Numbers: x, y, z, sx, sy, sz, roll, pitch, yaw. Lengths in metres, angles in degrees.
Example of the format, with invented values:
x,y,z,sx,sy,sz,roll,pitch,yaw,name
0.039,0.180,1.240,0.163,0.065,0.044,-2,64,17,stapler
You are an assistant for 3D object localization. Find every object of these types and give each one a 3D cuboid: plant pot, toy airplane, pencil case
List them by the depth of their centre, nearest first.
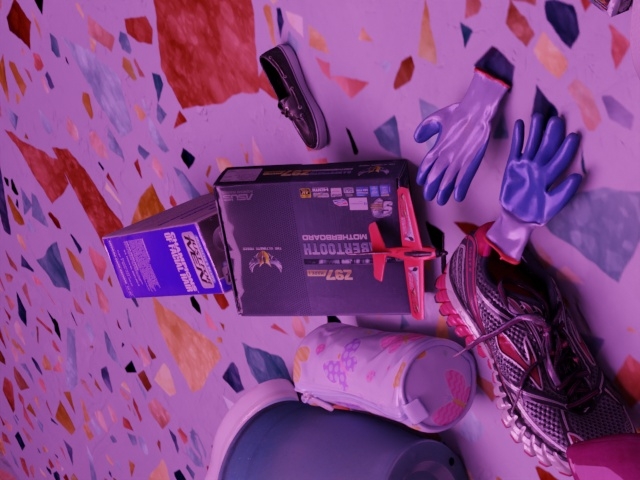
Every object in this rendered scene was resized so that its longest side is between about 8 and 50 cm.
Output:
x,y,z,sx,sy,sz,roll,pitch,yaw,name
0.090,0.016,1.490,0.151,0.028,0.151,15,110,47,toy airplane
0.074,0.169,1.669,0.273,0.124,0.114,1,112,58,pencil case
0.045,0.347,1.730,0.255,0.271,0.272,-6,107,45,plant pot

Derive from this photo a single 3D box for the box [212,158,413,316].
x,y,z,sx,sy,sz,roll,pitch,yaw,name
0.000,0.000,1.599,0.232,0.059,0.183,-1,118,16,box

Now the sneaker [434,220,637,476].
x,y,z,sx,sy,sz,roll,pitch,yaw,name
0.226,0.116,1.383,0.299,0.120,0.112,54,146,22,sneaker

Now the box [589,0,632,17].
x,y,z,sx,sy,sz,roll,pitch,yaw,name
0.230,-0.274,1.175,0.137,0.027,0.094,47,147,29,box

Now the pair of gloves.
x,y,z,sx,sy,sz,roll,pitch,yaw,name
0.175,-0.081,1.362,0.198,0.023,0.159,40,118,32,pair of gloves

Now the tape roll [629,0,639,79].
x,y,z,sx,sy,sz,roll,pitch,yaw,name
0.344,-0.158,0.854,0.169,0.246,0.246,42,143,37,tape roll

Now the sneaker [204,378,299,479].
x,y,z,sx,sy,sz,roll,pitch,yaw,name
-0.094,0.383,2.037,0.150,0.135,0.366,45,127,36,sneaker

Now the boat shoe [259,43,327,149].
x,y,z,sx,sy,sz,roll,pitch,yaw,name
-0.036,-0.177,1.675,0.049,0.040,0.142,-18,96,61,boat shoe

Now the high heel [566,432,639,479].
x,y,z,sx,sy,sz,roll,pitch,yaw,name
0.330,0.360,1.331,0.181,0.127,0.377,6,110,16,high heel

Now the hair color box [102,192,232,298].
x,y,z,sx,sy,sz,roll,pitch,yaw,name
-0.150,-0.001,1.847,0.339,0.185,0.110,-9,104,61,hair color box
